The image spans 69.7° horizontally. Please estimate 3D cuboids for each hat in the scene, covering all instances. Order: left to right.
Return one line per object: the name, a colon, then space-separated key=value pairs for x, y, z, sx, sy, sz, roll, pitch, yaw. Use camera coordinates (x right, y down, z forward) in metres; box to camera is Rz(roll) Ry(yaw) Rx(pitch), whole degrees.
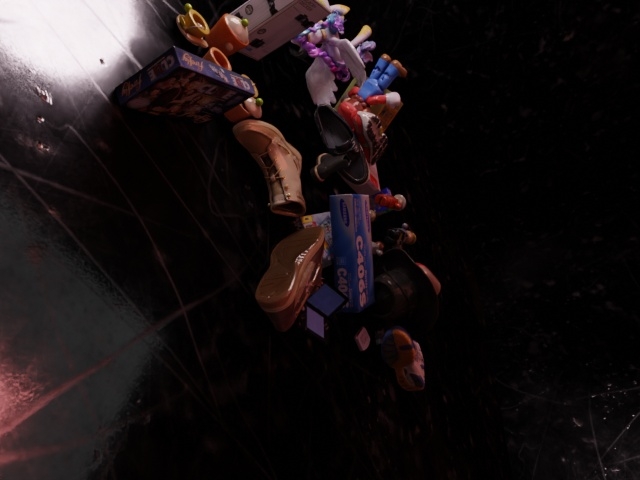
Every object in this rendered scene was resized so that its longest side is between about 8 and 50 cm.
hat: x=0.231 y=0.193 z=1.513 sx=0.134 sy=0.331 sz=0.330 roll=-21 pitch=90 yaw=-26

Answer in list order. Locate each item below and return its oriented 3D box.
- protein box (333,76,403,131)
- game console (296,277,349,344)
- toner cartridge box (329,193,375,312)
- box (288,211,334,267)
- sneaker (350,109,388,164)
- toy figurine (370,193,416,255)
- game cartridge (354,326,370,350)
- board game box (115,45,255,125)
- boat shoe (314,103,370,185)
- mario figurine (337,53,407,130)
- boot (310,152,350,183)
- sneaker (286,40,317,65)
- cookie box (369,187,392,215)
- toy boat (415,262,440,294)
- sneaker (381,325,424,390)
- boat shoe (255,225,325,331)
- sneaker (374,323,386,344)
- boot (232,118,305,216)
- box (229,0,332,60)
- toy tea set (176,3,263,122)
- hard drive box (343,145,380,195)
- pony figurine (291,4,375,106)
protein box: x=0.199 y=-0.563 z=1.958 sx=0.200 sy=0.201 sz=0.136 roll=41 pitch=14 yaw=26
game console: x=0.010 y=0.190 z=1.213 sx=0.144 sy=0.085 sz=0.124 roll=42 pitch=35 yaw=-42
toner cartridge box: x=0.101 y=0.034 z=1.408 sx=0.165 sy=0.075 sz=0.347 roll=-12 pitch=98 yaw=-67
box: x=0.000 y=0.000 z=1.389 sx=0.233 sy=0.044 sz=0.159 roll=-16 pitch=86 yaw=-65
sneaker: x=0.179 y=-0.400 z=1.764 sx=0.118 sy=0.107 sz=0.279 roll=33 pitch=-16 yaw=27
toy figurine: x=0.225 y=-0.055 z=1.679 sx=0.148 sy=0.213 sz=0.209 roll=0 pitch=69 yaw=-48
game cartridge: x=0.132 y=0.310 z=1.439 sx=0.055 sy=0.017 sz=0.083 roll=63 pitch=26 yaw=-2
board game box: x=-0.272 y=-0.311 z=0.963 sx=0.243 sy=0.165 sz=0.042 roll=-9 pitch=78 yaw=-64
boat shoe: x=0.077 y=-0.360 z=1.700 sx=0.113 sy=0.127 sz=0.339 roll=11 pitch=56 yaw=-84
mario figurine: x=0.198 y=-0.560 z=1.821 sx=0.170 sy=0.320 sz=0.198 roll=38 pitch=11 yaw=-18
boot: x=0.055 y=-0.272 z=1.604 sx=0.076 sy=0.137 sz=0.197 roll=56 pitch=27 yaw=-23
sneaker: x=-0.074 y=-0.746 z=1.804 sx=0.234 sy=0.078 sz=0.106 roll=39 pitch=42 yaw=-41
cookie box: x=0.249 y=-0.157 z=1.928 sx=0.040 sy=0.107 sz=0.091 roll=22 pitch=52 yaw=-57
toy boat: x=0.402 y=0.171 z=1.973 sx=0.231 sy=0.151 sz=0.151 roll=43 pitch=5 yaw=-43
sneaker: x=0.282 y=0.376 z=1.561 sx=0.130 sy=0.112 sz=0.296 roll=-69 pitch=145 yaw=-48
boat shoe: x=-0.056 y=0.087 z=1.147 sx=0.342 sy=0.124 sz=0.123 roll=-69 pitch=145 yaw=-55
sneaker: x=0.213 y=0.316 z=1.566 sx=0.098 sy=0.038 sz=0.069 roll=15 pitch=58 yaw=-60
boot: x=-0.130 y=-0.186 z=1.234 sx=0.262 sy=0.095 sz=0.203 roll=34 pitch=43 yaw=-54
box: x=-0.132 y=-0.664 z=1.369 sx=0.169 sy=0.290 sz=0.087 roll=-13 pitch=82 yaw=-65
toy tea set: x=-0.223 y=-0.469 z=1.206 sx=0.335 sy=0.124 sz=0.200 roll=63 pitch=25 yaw=0
hard drive box: x=0.155 y=-0.317 z=1.895 sx=0.181 sy=0.089 sz=0.232 roll=37 pitch=39 yaw=-46
pony figurine: x=0.055 y=-0.710 z=1.734 sx=0.363 sy=0.303 sz=0.350 roll=-40 pitch=102 yaw=-38
